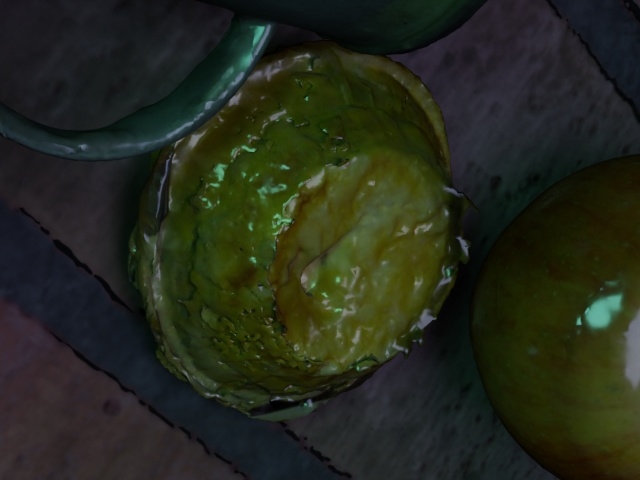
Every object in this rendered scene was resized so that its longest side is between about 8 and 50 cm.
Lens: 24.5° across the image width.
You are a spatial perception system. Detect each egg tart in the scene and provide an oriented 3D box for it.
[{"bbox_3d":[0.000,0.000,0.767,0.213,0.090,0.212,-11,112,-29],"label":"egg tart"}]

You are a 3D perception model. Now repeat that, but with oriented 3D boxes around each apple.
[{"bbox_3d":[0.196,0.047,0.863,0.235,0.173,0.210,16,98,-27],"label":"apple"}]

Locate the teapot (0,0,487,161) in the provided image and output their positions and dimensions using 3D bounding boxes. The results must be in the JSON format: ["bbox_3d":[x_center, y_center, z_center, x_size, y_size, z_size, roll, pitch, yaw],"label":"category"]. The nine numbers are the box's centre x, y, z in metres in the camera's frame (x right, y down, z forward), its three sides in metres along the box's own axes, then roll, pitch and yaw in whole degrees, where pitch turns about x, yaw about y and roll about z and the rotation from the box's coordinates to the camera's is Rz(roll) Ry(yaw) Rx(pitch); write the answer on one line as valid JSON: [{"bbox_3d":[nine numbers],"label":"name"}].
[{"bbox_3d":[-0.070,-0.163,0.610,0.337,0.200,0.270,8,101,-38],"label":"teapot"}]
